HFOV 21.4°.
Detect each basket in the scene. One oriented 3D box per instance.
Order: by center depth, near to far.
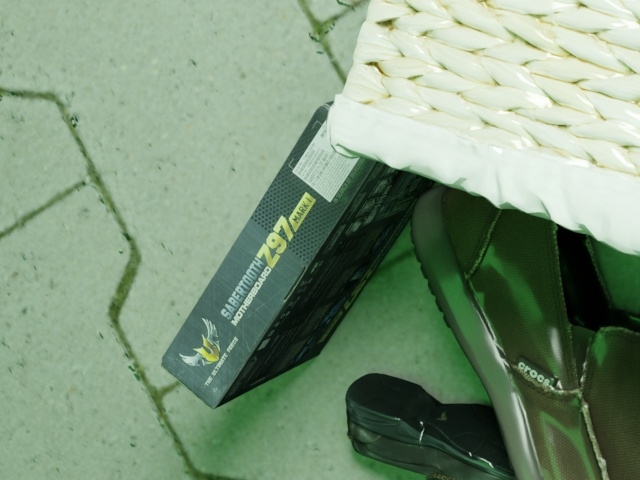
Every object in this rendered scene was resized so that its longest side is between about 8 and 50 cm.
[{"bbox_3d":[0.239,-0.134,0.998,0.331,0.328,0.266,21,104,28],"label":"basket"}]

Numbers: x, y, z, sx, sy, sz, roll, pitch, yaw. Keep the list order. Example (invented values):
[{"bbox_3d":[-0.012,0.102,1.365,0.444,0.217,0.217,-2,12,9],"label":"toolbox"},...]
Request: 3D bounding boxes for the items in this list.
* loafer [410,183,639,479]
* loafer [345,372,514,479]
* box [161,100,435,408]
[{"bbox_3d":[0.192,0.106,1.177,0.130,0.134,0.366,-30,86,26],"label":"loafer"},{"bbox_3d":[0.097,0.156,1.278,0.170,0.062,0.061,22,129,23],"label":"loafer"},{"bbox_3d":[0.000,0.000,1.220,0.059,0.183,0.233,40,113,15],"label":"box"}]
